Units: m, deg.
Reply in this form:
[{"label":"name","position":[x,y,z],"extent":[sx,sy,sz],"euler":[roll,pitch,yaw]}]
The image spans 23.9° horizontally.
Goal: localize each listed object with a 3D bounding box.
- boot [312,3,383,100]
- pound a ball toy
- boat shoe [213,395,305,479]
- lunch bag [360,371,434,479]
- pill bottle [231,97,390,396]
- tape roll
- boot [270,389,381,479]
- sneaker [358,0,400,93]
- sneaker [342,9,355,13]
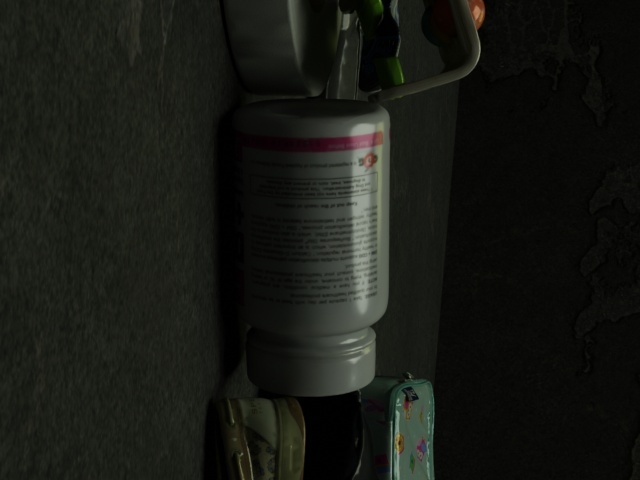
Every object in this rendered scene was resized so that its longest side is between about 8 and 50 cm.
[{"label":"boot","position":[0.035,-0.227,2.017],"extent":[0.189,0.076,0.208],"euler":[10,75,-66]},{"label":"pound a ball toy","position":[0.090,-0.259,1.571],"extent":[0.319,0.136,0.208],"euler":[-103,175,-87]},{"label":"boat shoe","position":[-0.075,0.294,1.499],"extent":[0.104,0.089,0.285],"euler":[-174,-92,-73]},{"label":"lunch bag","position":[0.111,0.344,2.371],"extent":[0.224,0.108,0.279],"euler":[4,88,-65]},{"label":"pill bottle","position":[-0.010,0.005,1.536],"extent":[0.160,0.160,0.283],"euler":[-53,144,-74]},{"label":"tape roll","position":[-0.032,-0.346,1.591],"extent":[0.392,0.072,0.392],"euler":[2,90,-80]},{"label":"boot","position":[0.047,0.362,1.817],"extent":[0.445,0.146,0.367],"euler":[84,-15,-56]},{"label":"sneaker","position":[0.090,-0.317,2.305],"extent":[0.081,0.080,0.211],"euler":[61,34,-67]},{"label":"sneaker","position":[0.059,-0.331,1.809],"extent":[0.222,0.083,0.118],"euler":[10,-84,56]}]
